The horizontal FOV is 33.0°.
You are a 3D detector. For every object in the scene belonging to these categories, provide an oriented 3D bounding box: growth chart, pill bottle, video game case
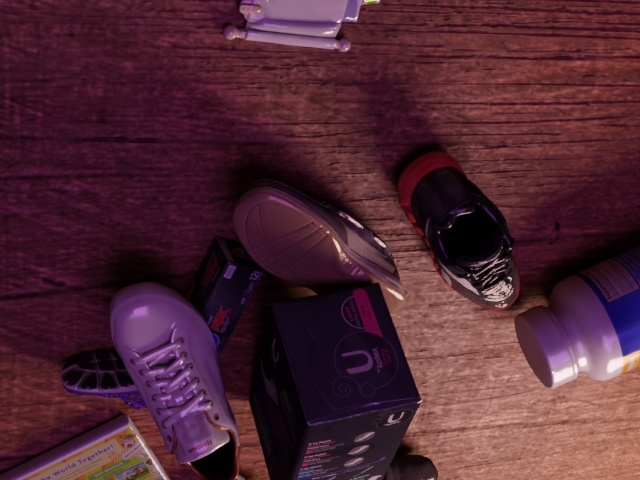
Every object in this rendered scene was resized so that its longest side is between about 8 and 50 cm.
[{"bbox_3d":[0.009,-0.305,1.139,0.171,0.021,0.237,7,119,-26],"label":"growth chart"},{"bbox_3d":[0.415,0.101,1.497,0.272,0.152,0.152,-24,128,-7],"label":"pill bottle"},{"bbox_3d":[-0.317,0.350,1.446,0.226,0.026,0.206,-26,128,-3],"label":"video game case"}]

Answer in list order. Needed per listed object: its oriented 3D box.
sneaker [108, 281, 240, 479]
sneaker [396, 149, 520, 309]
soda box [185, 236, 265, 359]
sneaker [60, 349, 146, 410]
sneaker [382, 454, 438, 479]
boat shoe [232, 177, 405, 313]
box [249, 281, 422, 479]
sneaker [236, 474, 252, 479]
[{"bbox_3d":[-0.154,0.175,1.256,0.105,0.123,0.290,-25,127,-2],"label":"sneaker"},{"bbox_3d":[0.192,0.013,1.358,0.097,0.135,0.276,-35,129,1],"label":"sneaker"},{"bbox_3d":[-0.133,0.083,1.318,0.053,0.060,0.169,16,114,-31],"label":"soda box"},{"bbox_3d":[-0.239,0.183,1.341,0.169,0.068,0.071,7,125,-27],"label":"sneaker"},{"bbox_3d":[0.104,0.440,1.632,0.130,0.109,0.286,-2,124,-26],"label":"sneaker"},{"bbox_3d":[0.000,0.000,1.297,0.102,0.092,0.285,-30,135,28],"label":"boat shoe"},{"bbox_3d":[0.010,0.197,1.335,0.143,0.165,0.270,-10,149,-16],"label":"box"},{"bbox_3d":[-0.129,0.433,1.545,0.106,0.078,0.234,16,113,-27],"label":"sneaker"}]
